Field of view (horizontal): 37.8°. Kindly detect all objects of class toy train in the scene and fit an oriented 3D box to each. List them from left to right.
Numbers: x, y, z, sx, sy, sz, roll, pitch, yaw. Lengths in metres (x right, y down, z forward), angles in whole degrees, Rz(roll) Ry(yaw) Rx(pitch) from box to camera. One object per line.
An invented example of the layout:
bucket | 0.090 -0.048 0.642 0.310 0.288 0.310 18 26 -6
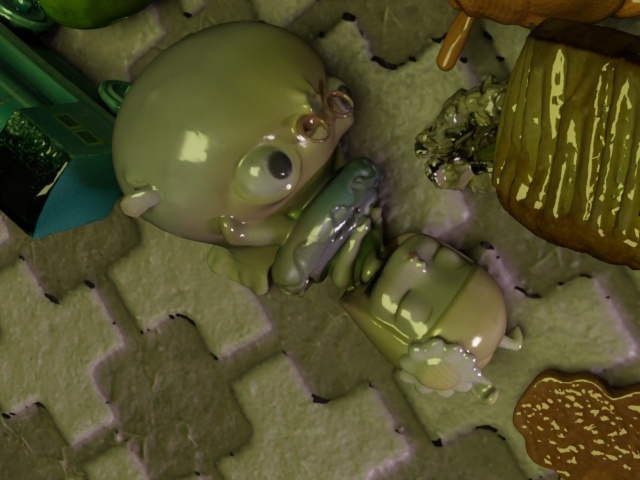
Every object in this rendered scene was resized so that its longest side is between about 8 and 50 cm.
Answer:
toy train | -0.285 -0.134 0.874 0.298 0.194 0.120 39 115 12

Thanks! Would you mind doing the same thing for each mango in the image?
mango | -0.195 -0.264 0.855 0.178 0.100 0.119 -36 93 31

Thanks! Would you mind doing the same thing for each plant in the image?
plant | 0.133 -0.071 0.744 0.116 0.122 0.104 -32 99 20

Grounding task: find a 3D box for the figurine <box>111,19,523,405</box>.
figurine | 0.000 0.000 0.810 0.394 0.226 0.274 37 145 1

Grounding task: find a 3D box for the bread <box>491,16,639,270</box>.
bread | 0.244 -0.063 0.618 0.227 0.253 0.142 23 110 48

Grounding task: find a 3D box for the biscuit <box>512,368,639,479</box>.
biscuit | 0.273 0.194 0.784 0.236 0.040 0.144 33 106 16

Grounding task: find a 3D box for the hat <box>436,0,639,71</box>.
hat | 0.141 -0.211 0.671 0.233 0.244 0.233 47 130 17
